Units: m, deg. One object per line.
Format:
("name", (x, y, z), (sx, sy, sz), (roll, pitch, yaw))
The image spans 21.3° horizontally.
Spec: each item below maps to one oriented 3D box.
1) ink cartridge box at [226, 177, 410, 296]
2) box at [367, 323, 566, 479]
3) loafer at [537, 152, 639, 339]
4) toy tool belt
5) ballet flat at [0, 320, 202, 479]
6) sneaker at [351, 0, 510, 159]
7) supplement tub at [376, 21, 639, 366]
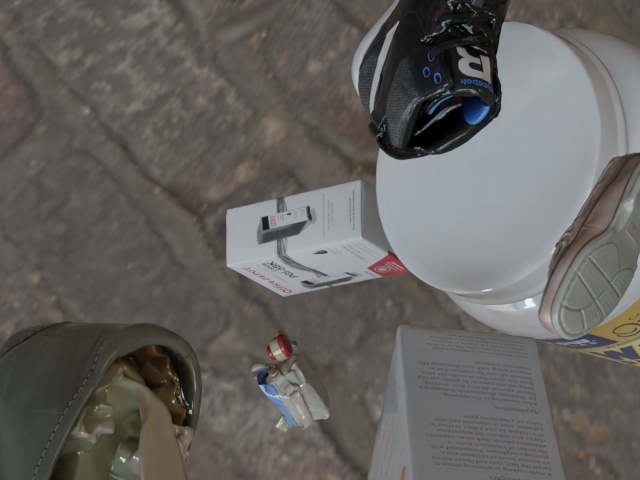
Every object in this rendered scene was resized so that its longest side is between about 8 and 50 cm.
("ink cartridge box", (0.000, 0.000, 1.456), (0.135, 0.099, 0.056), (-12, 66, 28))
("box", (0.085, 0.153, 1.018), (0.091, 0.170, 0.130), (6, 123, -6))
("loafer", (0.151, 0.002, 0.928), (0.039, 0.125, 0.045), (11, 146, 47))
("toy tool belt", (-0.032, 0.118, 1.371), (0.051, 0.052, 0.083), (-27, 117, 15))
("ballet flat", (-0.073, 0.111, 0.448), (0.068, 0.213, 0.072), (-8, 142, 22))
("sneaker", (0.097, -0.142, 1.038), (0.079, 0.121, 0.217), (13, 123, -23))
("supplement tub", (0.214, -0.027, 1.268), (0.316, 0.228, 0.228), (16, 123, -45))
